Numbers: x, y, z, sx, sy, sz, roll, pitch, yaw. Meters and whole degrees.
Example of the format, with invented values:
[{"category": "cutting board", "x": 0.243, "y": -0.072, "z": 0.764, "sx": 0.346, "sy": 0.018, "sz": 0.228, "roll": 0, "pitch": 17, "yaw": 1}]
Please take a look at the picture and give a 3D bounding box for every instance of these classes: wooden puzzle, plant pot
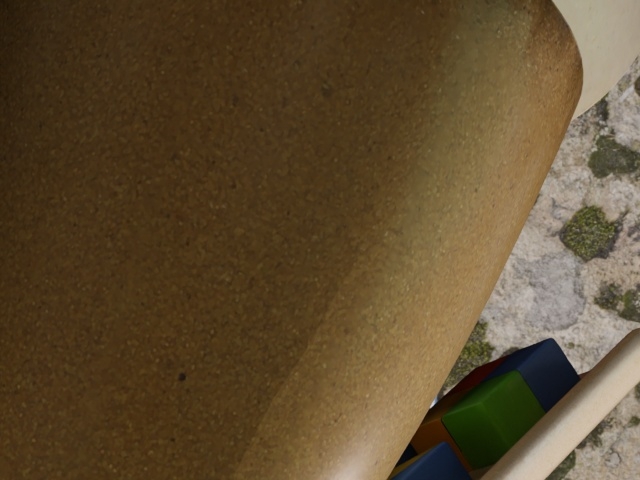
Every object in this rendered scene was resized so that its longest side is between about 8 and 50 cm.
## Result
[{"category": "wooden puzzle", "x": 0.047, "y": 0.185, "z": 1.213, "sx": 0.322, "sy": 0.080, "sz": 0.348, "roll": -38, "pitch": -179, "yaw": -39}, {"category": "plant pot", "x": -0.049, "y": 0.026, "z": 0.600, "sx": 0.237, "sy": 0.237, "sz": 0.254, "roll": 85, "pitch": 20, "yaw": -69}]

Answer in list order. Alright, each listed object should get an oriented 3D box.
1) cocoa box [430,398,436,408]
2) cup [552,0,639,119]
[{"category": "cocoa box", "x": 0.028, "y": 0.106, "z": 1.990, "sx": 0.347, "sy": 0.227, "sz": 0.231, "roll": 88, "pitch": 4, "yaw": -52}, {"category": "cup", "x": 0.031, "y": -0.233, "z": 0.983, "sx": 0.237, "sy": 0.331, "sz": 0.331, "roll": 81, "pitch": 9, "yaw": -46}]
